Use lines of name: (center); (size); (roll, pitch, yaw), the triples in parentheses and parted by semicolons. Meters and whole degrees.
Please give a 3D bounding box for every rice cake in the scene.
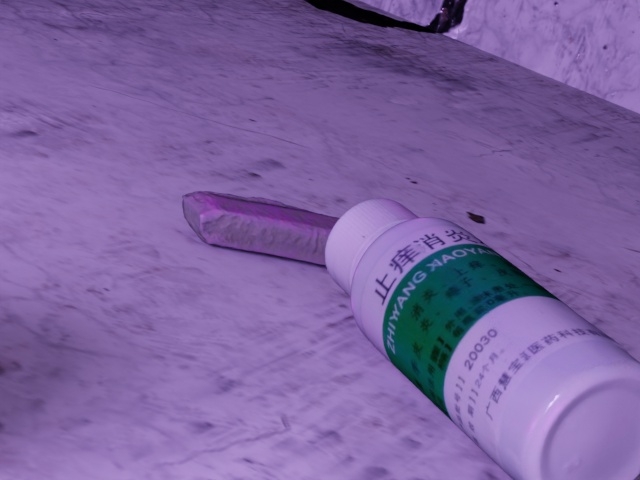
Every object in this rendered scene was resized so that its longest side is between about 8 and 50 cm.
rice cake: (0.000, 0.000, 1.084); (0.207, 0.036, 0.047); (13, 7, -23)

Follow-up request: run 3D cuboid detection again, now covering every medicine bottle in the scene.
medicine bottle: (0.088, 0.054, 0.902); (0.095, 0.095, 0.260); (10, 17, -31)
